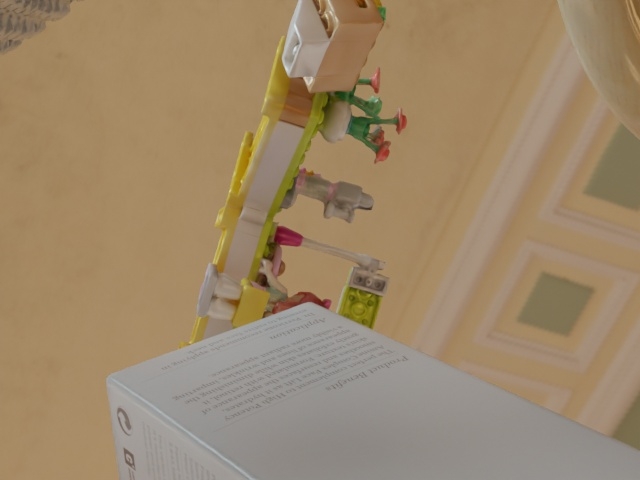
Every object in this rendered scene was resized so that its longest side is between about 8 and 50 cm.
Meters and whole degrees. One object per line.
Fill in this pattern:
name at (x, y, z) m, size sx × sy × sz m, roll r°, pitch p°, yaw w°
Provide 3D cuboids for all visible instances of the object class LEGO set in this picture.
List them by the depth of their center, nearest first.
LEGO set at (0.000, 0.000, 0.589) m, size 0.107 × 0.132 × 0.287 m, roll 17°, pitch -71°, yaw -8°

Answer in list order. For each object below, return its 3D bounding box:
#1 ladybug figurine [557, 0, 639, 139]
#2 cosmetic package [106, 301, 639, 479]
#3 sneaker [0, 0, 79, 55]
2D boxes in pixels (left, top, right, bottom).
ladybug figurine at (0.312, -0.251, 0.768) m, size 0.305 × 0.162 × 0.449 m, roll 2°, pitch -57°, yaw 12°
cosmetic package at (0.022, 0.105, 0.430) m, size 0.117 × 0.231 × 0.085 m, roll -18°, pitch -64°, yaw -32°
sneaker at (-0.057, -0.189, 0.272) m, size 0.150 × 0.135 × 0.366 m, roll 47°, pitch -55°, yaw -1°
